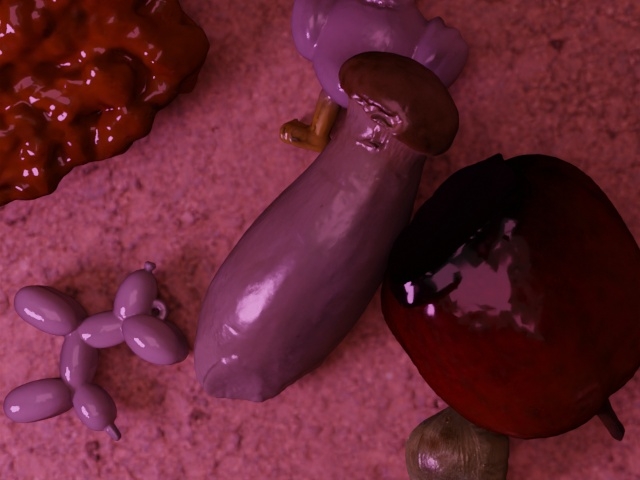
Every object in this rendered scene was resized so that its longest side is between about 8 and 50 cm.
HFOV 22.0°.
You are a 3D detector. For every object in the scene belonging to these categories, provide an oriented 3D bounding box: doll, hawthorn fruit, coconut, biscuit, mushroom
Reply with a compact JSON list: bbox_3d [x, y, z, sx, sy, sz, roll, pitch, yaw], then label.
[{"bbox_3d":[-0.197,0.094,1.463,0.160,0.059,0.161,7,88,13],"label":"doll"},{"bbox_3d":[0.071,-0.242,1.404,0.160,0.094,0.365,19,92,16],"label":"doll"},{"bbox_3d":[0.170,0.055,1.312,0.215,0.215,0.250,-40,87,8],"label":"hawthorn fruit"},{"bbox_3d":[0.115,0.179,1.377,0.088,0.088,0.096,-3,94,12],"label":"coconut"},{"bbox_3d":[-0.280,-0.188,1.405,0.318,0.110,0.312,-24,115,7],"label":"biscuit"},{"bbox_3d":[0.000,0.000,1.373,0.128,0.128,0.350,36,118,12],"label":"mushroom"}]
